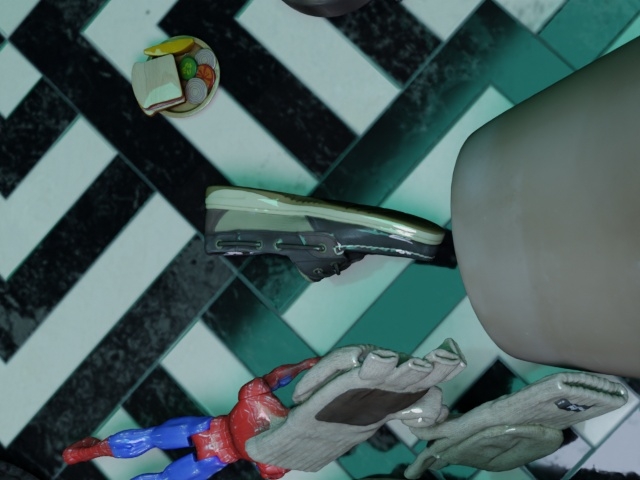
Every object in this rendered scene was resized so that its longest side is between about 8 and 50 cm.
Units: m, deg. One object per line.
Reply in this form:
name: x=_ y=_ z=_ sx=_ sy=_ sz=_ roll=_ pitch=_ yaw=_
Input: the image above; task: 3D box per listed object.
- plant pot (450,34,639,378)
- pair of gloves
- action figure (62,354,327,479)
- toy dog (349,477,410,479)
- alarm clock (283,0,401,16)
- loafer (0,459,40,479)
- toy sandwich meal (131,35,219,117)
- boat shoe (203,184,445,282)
plant pot: x=0.262 y=-0.019 z=1.015 sx=0.280 sy=0.323 sz=0.323 roll=-13 pitch=82 yaw=32
pair of gloves: x=0.083 y=0.130 z=1.047 sx=0.204 sy=0.240 sz=0.042 roll=-48 pitch=40 yaw=50
action figure: x=-0.080 y=0.172 z=1.200 sx=0.280 sy=0.139 sz=0.092 roll=-21 pitch=82 yaw=37
toy dog: x=0.091 y=0.397 z=1.027 sx=0.395 sy=0.284 sz=0.408 roll=2 pitch=86 yaw=30
alarm clock: x=-0.017 y=-0.268 z=1.225 sx=0.192 sy=0.064 sz=0.129 roll=2 pitch=86 yaw=20
loafer: x=-0.253 y=0.361 z=1.202 sx=0.130 sy=0.133 sz=0.366 roll=-48 pitch=65 yaw=32
toy sandwich meal: x=-0.134 y=-0.151 z=1.264 sx=0.085 sy=0.029 sz=0.086 roll=-1 pitch=85 yaw=17
boat shoe: x=-0.001 y=0.000 z=1.190 sx=0.223 sy=0.080 sz=0.074 roll=10 pitch=94 yaw=22
